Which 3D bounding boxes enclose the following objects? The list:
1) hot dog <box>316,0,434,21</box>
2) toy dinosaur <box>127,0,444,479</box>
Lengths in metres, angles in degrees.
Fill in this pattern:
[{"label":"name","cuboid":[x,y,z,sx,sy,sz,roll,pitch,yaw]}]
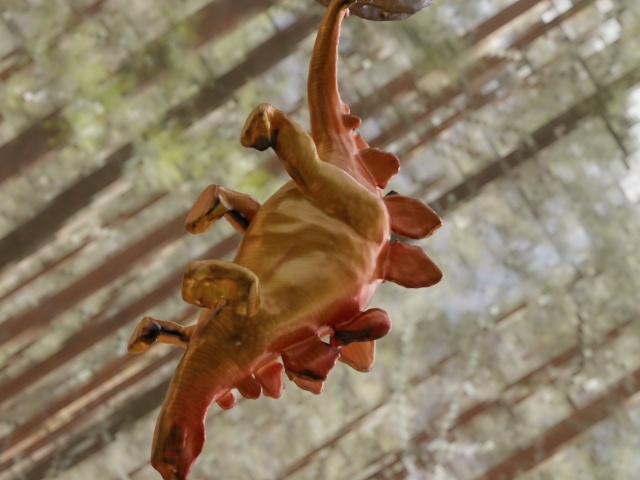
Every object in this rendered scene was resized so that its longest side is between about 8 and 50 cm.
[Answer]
[{"label":"hot dog","cuboid":[0.032,-0.273,1.184,0.122,0.196,0.272,29,-22,26]},{"label":"toy dinosaur","cuboid":[0.000,0.000,0.858,0.117,0.070,0.288,32,57,-10]}]
